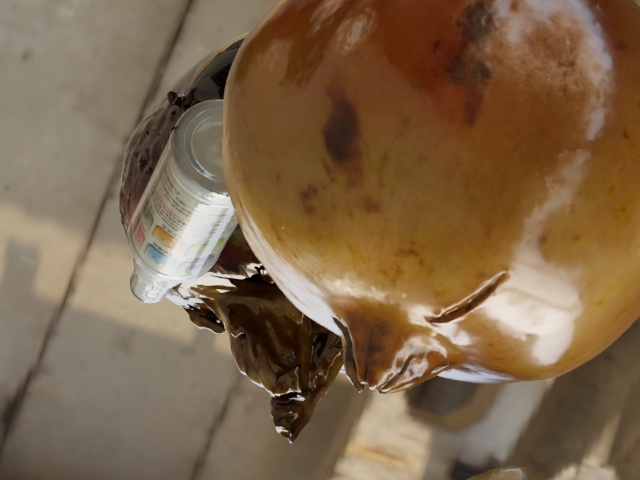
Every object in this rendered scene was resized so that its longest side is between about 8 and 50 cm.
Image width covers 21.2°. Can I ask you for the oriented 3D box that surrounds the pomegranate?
[{"bbox_3d":[0.061,-0.035,0.743,0.209,0.209,0.209,-44,-144,44],"label":"pomegranate"}]

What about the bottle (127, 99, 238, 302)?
[{"bbox_3d":[-0.080,-0.010,0.988,0.217,0.060,0.060,128,-27,-62],"label":"bottle"}]

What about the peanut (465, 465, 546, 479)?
[{"bbox_3d":[0.071,0.253,0.801,0.149,0.149,0.313,-38,-150,49],"label":"peanut"}]

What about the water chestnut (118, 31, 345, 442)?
[{"bbox_3d":[0.000,0.000,1.349,0.335,0.335,0.347,-26,-129,56],"label":"water chestnut"}]
